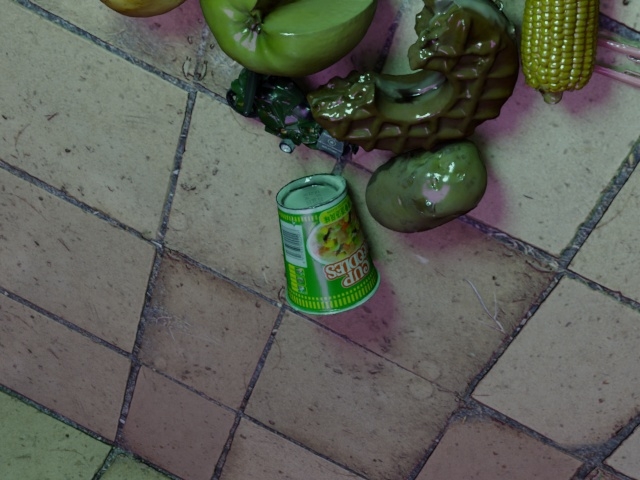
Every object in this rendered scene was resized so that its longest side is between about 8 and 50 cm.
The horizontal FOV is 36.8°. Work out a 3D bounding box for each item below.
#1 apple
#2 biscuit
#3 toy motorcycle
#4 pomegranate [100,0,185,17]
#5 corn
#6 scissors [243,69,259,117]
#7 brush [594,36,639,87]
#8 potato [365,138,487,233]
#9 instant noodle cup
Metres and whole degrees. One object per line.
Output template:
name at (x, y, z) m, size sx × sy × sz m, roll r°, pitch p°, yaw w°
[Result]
apple at (-0.054, -0.402, 1.538) m, size 0.292 × 0.254 × 0.292 m, roll 20°, pitch 138°, yaw 18°
biscuit at (0.175, -0.263, 1.581) m, size 0.268 × 0.115 × 0.366 m, roll 20°, pitch 144°, yaw -37°
toy motorcycle at (-0.044, -0.250, 1.776) m, size 0.274 × 0.125 × 0.187 m, roll 25°, pitch 146°, yaw 3°
pomegranate at (-0.311, -0.487, 1.630) m, size 0.233 × 0.233 × 0.233 m, roll 15°, pitch 135°, yaw 16°
corn at (0.363, -0.353, 1.456) m, size 0.119 × 0.119 × 0.322 m, roll 8°, pitch 129°, yaw 22°
scissors at (-0.118, -0.299, 1.694) m, size 0.088 × 0.220 × 0.017 m, roll -28°, pitch 132°, yaw 36°
brush at (0.515, -0.267, 1.509) m, size 0.233 × 0.047 × 0.103 m, roll 25°, pitch 138°, yaw 20°
potato at (0.195, -0.098, 1.759) m, size 0.165 × 0.165 × 0.262 m, roll 46°, pitch 146°, yaw -16°
instant noodle cup at (0.000, 0.000, 1.936) m, size 0.207 × 0.207 × 0.233 m, roll 3°, pitch 124°, yaw 27°
